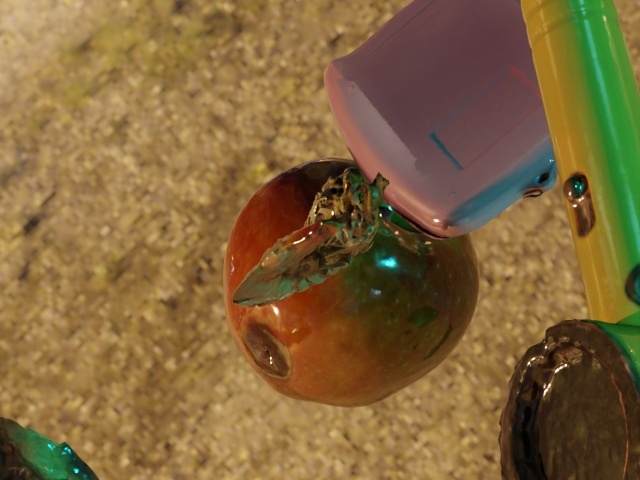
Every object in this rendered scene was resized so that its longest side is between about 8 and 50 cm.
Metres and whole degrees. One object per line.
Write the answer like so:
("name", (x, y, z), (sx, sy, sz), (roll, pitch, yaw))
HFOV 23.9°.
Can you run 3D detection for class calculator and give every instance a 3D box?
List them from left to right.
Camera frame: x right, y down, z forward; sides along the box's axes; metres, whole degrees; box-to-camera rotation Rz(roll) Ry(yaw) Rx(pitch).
("calculator", (0.105, -0.114, 1.155), (0.194, 0.043, 0.294), (-39, 37, 4))

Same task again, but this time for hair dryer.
("hair dryer", (0.136, -0.007, 0.629), (0.090, 0.135, 0.278), (-43, 50, 53))

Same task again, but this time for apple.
("apple", (0.025, 0.045, 1.350), (0.230, 0.230, 0.230), (-30, 30, 19))

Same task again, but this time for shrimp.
("shrimp", (0.000, 0.000, 0.885), (0.101, 0.042, 0.190), (-31, -8, -21))

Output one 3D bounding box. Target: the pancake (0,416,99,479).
("pancake", (-0.232, 0.209, 0.940), (0.033, 0.286, 0.288), (-37, 13, 33))
